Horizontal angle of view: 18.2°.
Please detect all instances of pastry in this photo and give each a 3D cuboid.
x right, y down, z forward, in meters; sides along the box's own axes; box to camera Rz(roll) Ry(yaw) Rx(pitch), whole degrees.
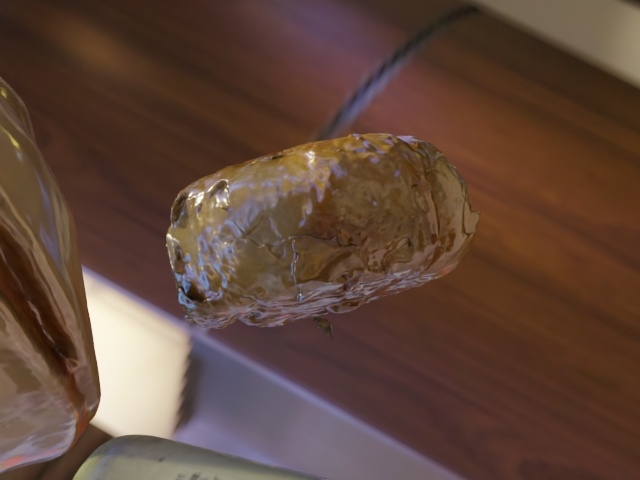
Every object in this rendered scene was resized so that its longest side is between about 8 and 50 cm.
[{"bbox_3d":[-0.002,-0.005,0.940,0.153,0.153,0.081,48,-146,-75],"label":"pastry"}]

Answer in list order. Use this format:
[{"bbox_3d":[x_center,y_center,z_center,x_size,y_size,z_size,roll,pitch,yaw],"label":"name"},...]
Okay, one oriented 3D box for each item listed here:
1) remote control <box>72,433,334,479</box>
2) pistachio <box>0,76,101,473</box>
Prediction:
[{"bbox_3d":[0.023,0.139,0.815,0.090,0.309,0.038,-58,-32,-39],"label":"remote control"},{"bbox_3d":[-0.288,-0.015,1.089,0.281,0.365,0.445,-57,-33,-24],"label":"pistachio"}]
